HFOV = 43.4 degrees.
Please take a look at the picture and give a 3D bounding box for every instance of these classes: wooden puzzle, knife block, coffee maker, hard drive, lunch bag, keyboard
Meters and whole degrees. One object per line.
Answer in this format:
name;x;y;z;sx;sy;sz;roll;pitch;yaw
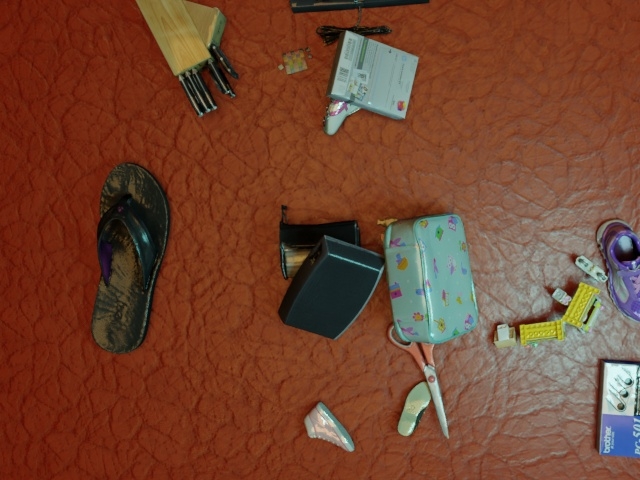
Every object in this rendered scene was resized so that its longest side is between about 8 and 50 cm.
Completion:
wooden puzzle;-0.058;-0.412;1.847;0.083;0.006;0.049;-13;91;5
knife block;-0.315;-0.419;1.830;0.275;0.088;0.242;18;93;4
coffee maker;0.000;0.000;1.797;0.178;0.120;0.171;-4;94;3
hard drive;0.024;0.113;1.752;0.172;0.054;0.255;19;127;-16
lunch bag;0.242;0.083;1.736;0.108;0.224;0.279;-6;94;39
keyboard;0.088;-0.550;1.818;0.317;0.033;0.202;-3;92;6

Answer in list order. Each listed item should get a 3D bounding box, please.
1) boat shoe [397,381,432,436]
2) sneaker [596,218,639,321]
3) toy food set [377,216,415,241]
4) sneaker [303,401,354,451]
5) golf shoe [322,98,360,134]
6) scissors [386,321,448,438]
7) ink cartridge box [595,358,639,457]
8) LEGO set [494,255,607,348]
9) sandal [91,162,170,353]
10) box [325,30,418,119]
boat shoe;0.214;0.383;1.832;0.049;0.042;0.133;25;80;13
sneaker;0.675;0.070;1.746;0.095;0.104;0.236;-19;91;4
toy food set;0.190;-0.015;1.830;0.122;0.019;0.078;-1;92;5
sneaker;0.015;0.444;1.848;0.070;0.051;0.134;-41;85;7
golf shoe;0.068;-0.317;1.808;0.086;0.067;0.186;27;94;2
scissors;0.254;0.292;1.814;0.109;0.021;0.297;-29;81;-1
ink cartridge box;0.671;0.372;1.785;0.097;0.046;0.207;3;92;7
LEGO set;0.531;0.176;1.785;0.287;0.107;0.132;-44;53;10
sandal;-0.444;0.043;1.848;0.167;0.107;0.446;5;92;5
box;0.115;-0.363;1.772;0.186;0.038;0.145;14;88;-22
